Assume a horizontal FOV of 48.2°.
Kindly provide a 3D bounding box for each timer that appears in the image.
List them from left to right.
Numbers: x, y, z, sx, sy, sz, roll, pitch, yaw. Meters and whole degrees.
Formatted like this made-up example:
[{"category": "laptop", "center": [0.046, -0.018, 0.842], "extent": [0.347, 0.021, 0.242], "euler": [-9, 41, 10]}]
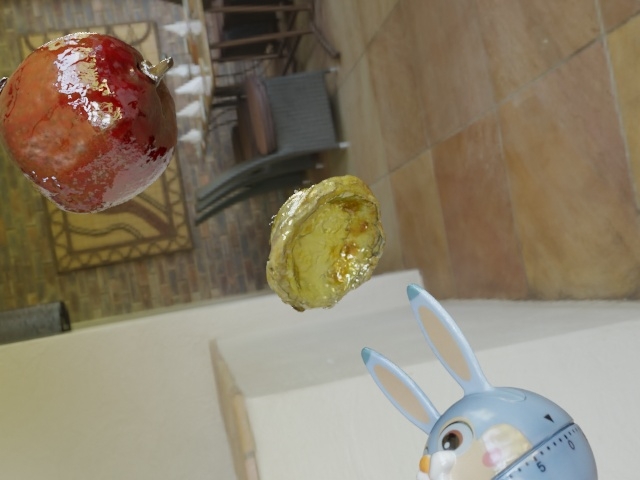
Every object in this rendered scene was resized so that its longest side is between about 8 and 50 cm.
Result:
[{"category": "timer", "center": [0.134, 0.186, 0.668], "extent": [0.255, 0.175, 0.175], "euler": [37, 159, 7]}]

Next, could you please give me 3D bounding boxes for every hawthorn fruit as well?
[{"category": "hawthorn fruit", "center": [-0.277, -0.155, 0.903], "extent": [0.215, 0.250, 0.215], "euler": [51, -168, -15]}]

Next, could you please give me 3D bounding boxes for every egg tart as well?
[{"category": "egg tart", "center": [0.000, 0.000, 1.007], "extent": [0.090, 0.212, 0.212], "euler": [25, 129, 43]}]
